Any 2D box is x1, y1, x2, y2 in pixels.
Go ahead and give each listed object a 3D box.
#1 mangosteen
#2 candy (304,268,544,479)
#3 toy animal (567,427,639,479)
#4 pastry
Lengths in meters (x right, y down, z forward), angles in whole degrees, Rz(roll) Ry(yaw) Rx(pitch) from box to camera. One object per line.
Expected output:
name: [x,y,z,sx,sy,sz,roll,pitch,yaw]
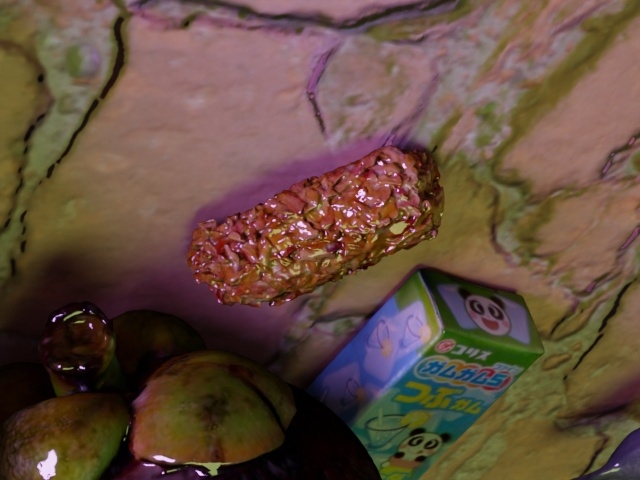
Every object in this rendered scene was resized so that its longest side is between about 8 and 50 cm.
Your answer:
mangosteen: [-0.100,0.198,1.207,0.300,0.300,0.300,-11,141,-9]
candy: [0.056,0.107,1.339,0.097,0.062,0.194,16,130,-34]
toy animal: [0.338,0.073,1.392,0.206,0.081,0.367,5,132,-29]
pastry: [-0.001,-0.001,1.186,0.169,0.063,0.087,-25,143,7]
